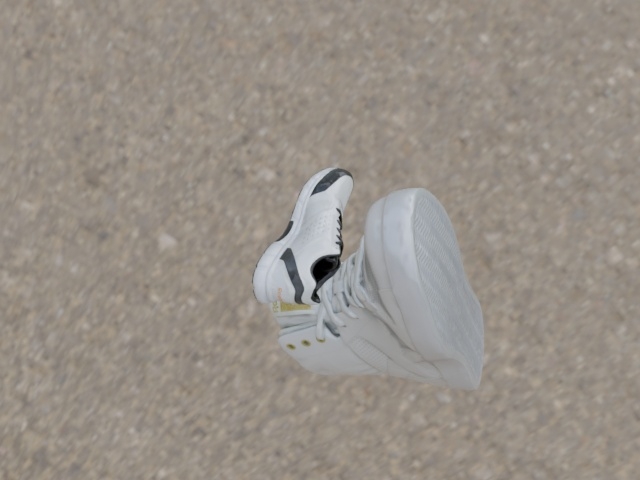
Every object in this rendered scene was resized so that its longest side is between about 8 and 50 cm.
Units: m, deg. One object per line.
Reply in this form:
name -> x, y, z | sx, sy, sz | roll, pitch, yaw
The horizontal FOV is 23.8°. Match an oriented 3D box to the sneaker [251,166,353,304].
sneaker -> 0.000, 0.000, 0.935 | 0.043, 0.040, 0.109 | 11, 54, 25

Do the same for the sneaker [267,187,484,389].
sneaker -> 0.029, 0.048, 1.201 | 0.169, 0.292, 0.108 | 2, 65, 15
